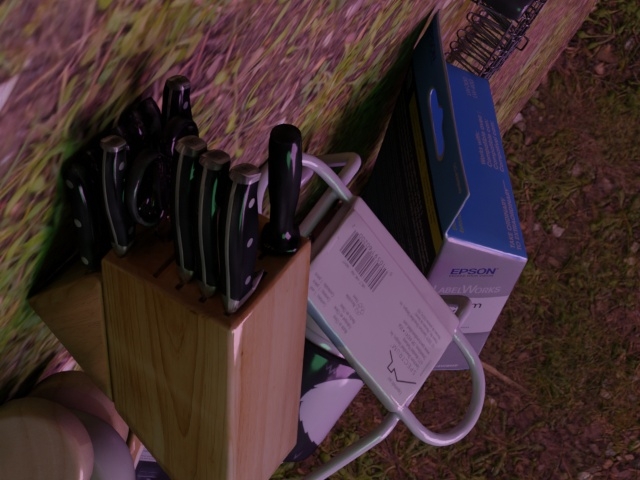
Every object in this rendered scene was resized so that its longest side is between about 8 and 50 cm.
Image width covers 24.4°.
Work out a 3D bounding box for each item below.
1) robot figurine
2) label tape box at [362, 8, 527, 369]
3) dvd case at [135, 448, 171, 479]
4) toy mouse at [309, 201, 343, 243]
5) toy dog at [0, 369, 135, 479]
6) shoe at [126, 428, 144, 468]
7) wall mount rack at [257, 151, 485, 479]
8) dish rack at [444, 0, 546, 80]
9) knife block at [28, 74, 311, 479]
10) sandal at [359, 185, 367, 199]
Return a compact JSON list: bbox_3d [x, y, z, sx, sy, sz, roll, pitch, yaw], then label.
[{"bbox_3d":[-0.034,0.136,1.654,0.278,0.174,0.209,-55,-156,16],"label":"robot figurine"},{"bbox_3d":[0.144,-0.046,1.633,0.347,0.115,0.249,110,-22,-53],"label":"label tape box"},{"bbox_3d":[-0.172,0.285,1.609,0.238,0.179,0.029,-60,-147,38],"label":"dvd case"},{"bbox_3d":[0.000,0.000,1.810,0.143,0.031,0.161,-51,172,-20],"label":"toy mouse"},{"bbox_3d":[-0.210,0.248,1.058,0.333,0.161,0.220,-58,178,31],"label":"toy dog"},{"bbox_3d":[-0.174,0.157,1.275,0.058,0.076,0.219,-33,157,-56],"label":"shoe"},{"bbox_3d":[-0.009,0.095,1.396,0.130,0.350,0.304,-3,-138,52],"label":"wall mount rack"},{"bbox_3d":[0.223,-0.269,1.821,0.208,0.074,0.271,-47,172,-36],"label":"dish rack"},{"bbox_3d":[-0.054,0.041,0.894,0.242,0.275,0.088,-16,-155,49],"label":"knife block"},{"bbox_3d":[0.087,-0.046,1.963,0.265,0.076,0.102,-119,-134,-85],"label":"sandal"}]
